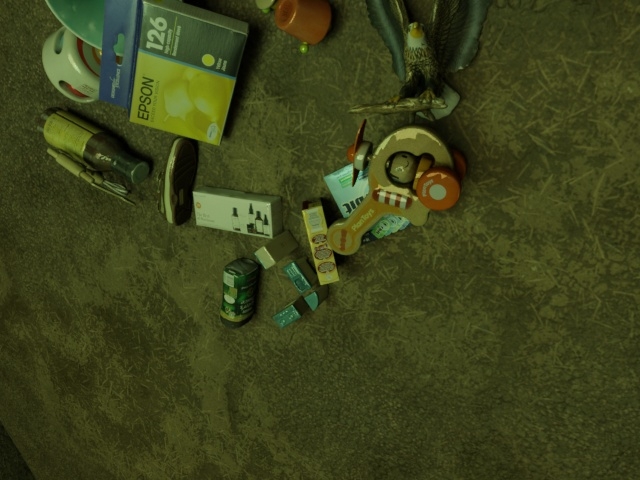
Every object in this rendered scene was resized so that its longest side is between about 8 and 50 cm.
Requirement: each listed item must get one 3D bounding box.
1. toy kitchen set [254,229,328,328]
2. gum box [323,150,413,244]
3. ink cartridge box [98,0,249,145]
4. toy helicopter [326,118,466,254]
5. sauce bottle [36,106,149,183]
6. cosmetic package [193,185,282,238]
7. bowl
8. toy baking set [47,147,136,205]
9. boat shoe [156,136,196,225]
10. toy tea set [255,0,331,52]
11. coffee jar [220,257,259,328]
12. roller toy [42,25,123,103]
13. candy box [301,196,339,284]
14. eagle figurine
[{"bbox_3d":[-0.106,0.113,1.412,0.166,0.122,0.207,-34,92,34],"label":"toy kitchen set"},{"bbox_3d":[0.116,-0.097,1.255,0.157,0.041,0.184,-23,97,32],"label":"gum box"},{"bbox_3d":[-0.346,-0.389,1.253,0.307,0.072,0.303,11,133,-15],"label":"ink cartridge box"},{"bbox_3d":[0.117,-0.101,1.151,0.235,0.140,0.355,40,125,-5],"label":"toy helicopter"},{"bbox_3d":[-0.637,-0.261,1.547,0.344,0.111,0.111,29,121,16],"label":"sauce bottle"},{"bbox_3d":[-0.217,-0.076,1.430,0.239,0.060,0.098,9,113,25],"label":"cosmetic package"},{"bbox_3d":[-0.443,-0.584,1.234,0.312,0.163,0.311,4,152,2],"label":"bowl"},{"bbox_3d":[-0.636,-0.185,1.544,0.256,0.197,0.030,34,93,15],"label":"toy baking set"},{"bbox_3d":[-0.403,-0.164,1.475,0.095,0.095,0.257,28,121,23],"label":"boat shoe"},{"bbox_3d":[0.008,-0.554,1.105,0.336,0.124,0.200,-46,56,37],"label":"toy tea set"},{"bbox_3d":[-0.223,0.148,1.505,0.079,0.096,0.184,22,120,22],"label":"coffee jar"},{"bbox_3d":[-0.575,-0.451,1.383,0.146,0.191,0.209,-8,111,35],"label":"roller toy"},{"bbox_3d":[0.000,0.000,1.312,0.053,0.109,0.186,-15,104,2],"label":"candy box"},{"bbox_3d":[0.190,-0.383,1.039,0.226,0.225,0.298,8,83,-17],"label":"eagle figurine"}]
